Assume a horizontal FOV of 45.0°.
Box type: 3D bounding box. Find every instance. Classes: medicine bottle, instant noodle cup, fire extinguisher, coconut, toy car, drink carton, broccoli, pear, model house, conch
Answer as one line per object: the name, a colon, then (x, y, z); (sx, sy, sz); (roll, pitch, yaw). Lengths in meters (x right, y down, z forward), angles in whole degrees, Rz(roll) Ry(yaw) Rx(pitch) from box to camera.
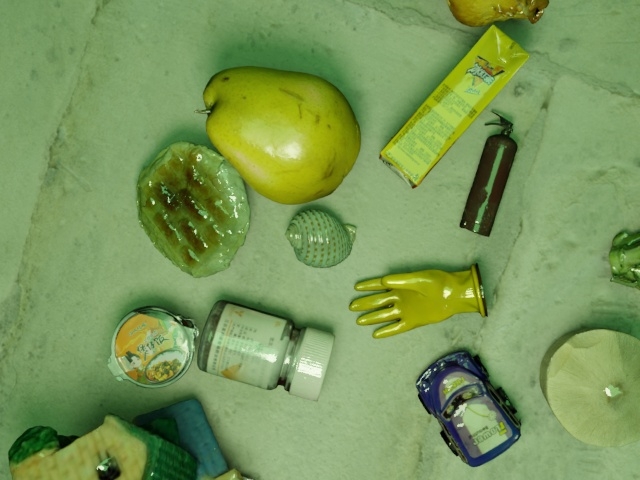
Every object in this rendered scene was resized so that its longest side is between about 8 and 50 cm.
medicine bottle: (-0.116, 0.239, 1.672); (0.273, 0.165, 0.165); (16, 92, 4)
instant noodle cup: (-0.356, 0.225, 1.704); (0.208, 0.125, 0.178); (-14, 91, 3)
fire extinguisher: (0.367, -0.147, 1.688); (0.089, 0.072, 0.268); (19, 93, 39)
coconut: (0.578, 0.296, 1.588); (0.237, 0.266, 0.237); (0, 91, 12)
toy car: (0.319, 0.362, 1.655); (0.172, 0.158, 0.235); (-35, 90, 3)
drink carton: (0.278, -0.277, 1.643); (0.111, 0.154, 0.351); (42, 93, 1)
broccoli: (0.747, 0.046, 1.590); (0.283, 0.304, 0.321); (-4, 89, 34)
pear: (-0.084, -0.225, 1.605); (0.336, 0.285, 0.285); (24, 93, 2)
model house: (-0.364, 0.472, 1.555); (0.342, 0.382, 0.335); (-29, 64, -1)
conch: (-0.002, 0.002, 1.697); (0.153, 0.102, 0.135); (11, 107, 2)

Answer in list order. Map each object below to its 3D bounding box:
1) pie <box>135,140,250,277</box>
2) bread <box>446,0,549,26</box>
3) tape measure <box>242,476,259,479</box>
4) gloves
pie: (-0.283, -0.071, 1.684); (0.306, 0.071, 0.306); (5, 105, 19)
bread: (0.334, -0.600, 1.567); (0.204, 0.337, 0.358); (-14, 89, 27)
tape measure: (-0.179, 0.653, 1.712); (0.197, 0.120, 0.236); (-29, 86, 5)
gloves: (0.208, 0.135, 1.692); (0.294, 0.116, 0.133); (-11, 84, 10)
